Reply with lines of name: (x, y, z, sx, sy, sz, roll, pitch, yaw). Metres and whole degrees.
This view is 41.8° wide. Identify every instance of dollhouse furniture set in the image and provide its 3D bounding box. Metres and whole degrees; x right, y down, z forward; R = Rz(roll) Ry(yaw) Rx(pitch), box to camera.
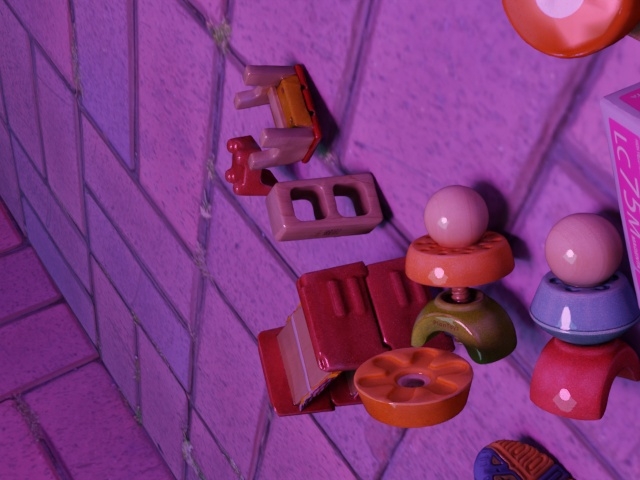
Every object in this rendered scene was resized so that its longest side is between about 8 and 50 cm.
dollhouse furniture set: (0.000, 0.000, 0.991, 0.201, 0.152, 0.373, 127, 132, -59)

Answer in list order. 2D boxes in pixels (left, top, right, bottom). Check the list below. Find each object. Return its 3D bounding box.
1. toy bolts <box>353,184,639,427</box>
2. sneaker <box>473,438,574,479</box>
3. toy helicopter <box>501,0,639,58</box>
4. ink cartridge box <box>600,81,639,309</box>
toy bolts: (0.146, 0.051, 0.708, 0.229, 0.218, 0.158, 8, 114, 37)
sneaker: (0.239, 0.347, 0.848, 0.296, 0.112, 0.131, 56, 151, 18)
toy helicopter: (0.278, -0.165, 0.409, 0.355, 0.140, 0.234, 34, 131, 28)
ink cartridge box: (0.261, 0.038, 0.459, 0.311, 0.065, 0.185, -114, 2, -62)
